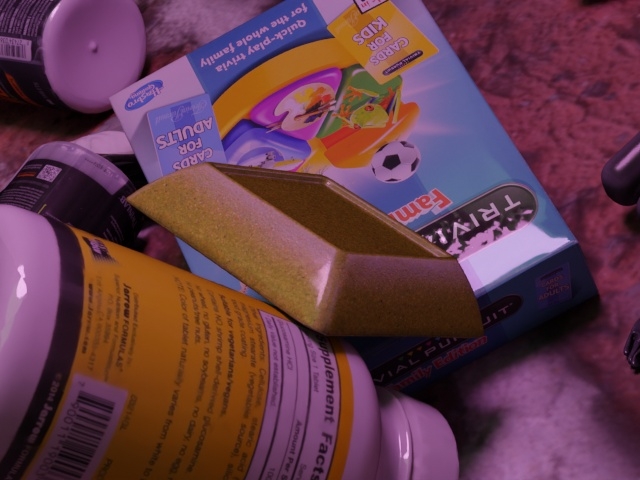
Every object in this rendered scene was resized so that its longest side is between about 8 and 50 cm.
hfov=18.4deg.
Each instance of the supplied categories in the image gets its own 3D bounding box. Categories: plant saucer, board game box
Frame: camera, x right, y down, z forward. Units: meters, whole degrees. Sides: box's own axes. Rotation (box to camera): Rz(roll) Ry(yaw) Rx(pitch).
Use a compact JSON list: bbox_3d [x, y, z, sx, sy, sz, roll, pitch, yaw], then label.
[{"bbox_3d":[0.000,0.000,1.307,0.188,0.188,0.045,34,108,34],"label":"plant saucer"},{"bbox_3d":[0.015,-0.038,1.490,0.254,0.079,0.336,-29,53,1],"label":"board game box"}]

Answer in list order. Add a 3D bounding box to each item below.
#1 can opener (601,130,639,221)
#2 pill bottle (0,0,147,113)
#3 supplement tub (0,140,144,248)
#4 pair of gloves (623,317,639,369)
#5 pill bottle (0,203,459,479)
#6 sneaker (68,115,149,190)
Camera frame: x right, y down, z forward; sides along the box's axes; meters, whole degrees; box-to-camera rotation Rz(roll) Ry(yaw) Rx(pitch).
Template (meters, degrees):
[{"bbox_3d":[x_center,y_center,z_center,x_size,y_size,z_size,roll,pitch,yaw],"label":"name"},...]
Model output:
[{"bbox_3d":[0.331,-0.108,1.460,0.283,0.095,0.076,-43,61,-4],"label":"can opener"},{"bbox_3d":[-0.295,-0.201,1.964,0.246,0.130,0.130,12,52,45],"label":"pill bottle"},{"bbox_3d":[-0.241,0.018,1.660,0.117,0.117,0.190,3,45,38],"label":"supplement tub"},{"bbox_3d":[0.249,0.061,1.344,0.083,0.010,0.074,1,45,38],"label":"pair of gloves"},{"bbox_3d":[-0.087,0.117,1.212,0.188,0.334,0.188,-38,40,41],"label":"pill bottle"},{"bbox_3d":[-0.110,-0.077,1.705,0.271,0.100,0.108,4,41,39],"label":"sneaker"}]
